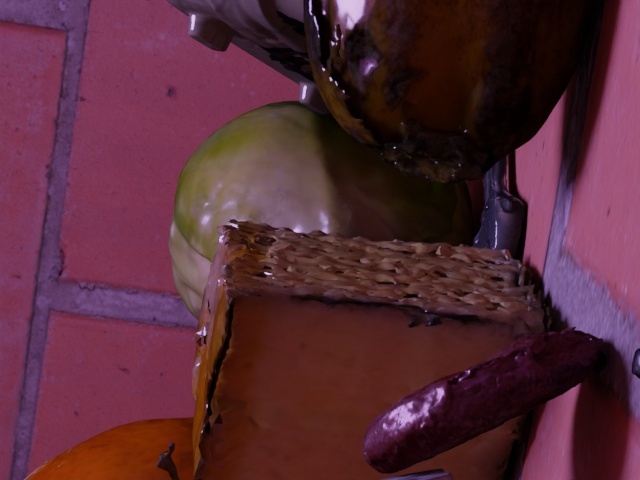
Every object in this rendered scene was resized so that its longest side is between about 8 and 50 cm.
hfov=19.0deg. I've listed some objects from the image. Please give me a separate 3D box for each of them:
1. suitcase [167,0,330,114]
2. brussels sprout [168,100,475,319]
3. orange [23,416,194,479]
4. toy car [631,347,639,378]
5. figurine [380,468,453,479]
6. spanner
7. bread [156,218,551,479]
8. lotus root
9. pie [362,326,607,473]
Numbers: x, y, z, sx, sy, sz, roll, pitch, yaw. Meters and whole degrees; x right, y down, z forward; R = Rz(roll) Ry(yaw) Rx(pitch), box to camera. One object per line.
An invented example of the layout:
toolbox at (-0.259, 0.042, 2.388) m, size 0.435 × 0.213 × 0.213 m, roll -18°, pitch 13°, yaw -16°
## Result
suitcase at (0.031, -0.280, 1.485) m, size 0.351 × 0.194 × 0.339 m, roll 25°, pitch -102°, yaw -62°
brussels sprout at (0.002, -0.001, 1.634) m, size 0.294 × 0.259 × 0.227 m, roll -92°, pitch 11°, yaw -68°
orange at (-0.136, 0.371, 1.741) m, size 0.326 × 0.424 × 0.424 m, roll -19°, pitch 54°, yaw 41°
toy car at (0.158, 0.009, 0.700) m, size 0.216 × 0.063 × 0.103 m, roll 9°, pitch -91°, yaw -88°
figurine at (0.081, 0.256, 1.019) m, size 0.143 × 0.143 × 0.271 m, roll 129°, pitch 116°, yaw -83°
spanner at (0.139, -0.076, 1.513) m, size 0.325 × 0.026 × 0.093 m, roll -84°, pitch 5°, yaw -46°
bread at (0.013, 0.150, 1.308) m, size 0.279 × 0.248 × 0.315 m, roll -126°, pitch 40°, yaw -87°
lotus root at (0.096, -0.236, 1.241) m, size 0.179 × 0.196 × 0.397 m, roll -177°, pitch 97°, yaw -77°
pie at (0.090, 0.089, 1.065) m, size 0.036 × 0.154 × 0.154 m, roll 64°, pitch 170°, yaw 10°
